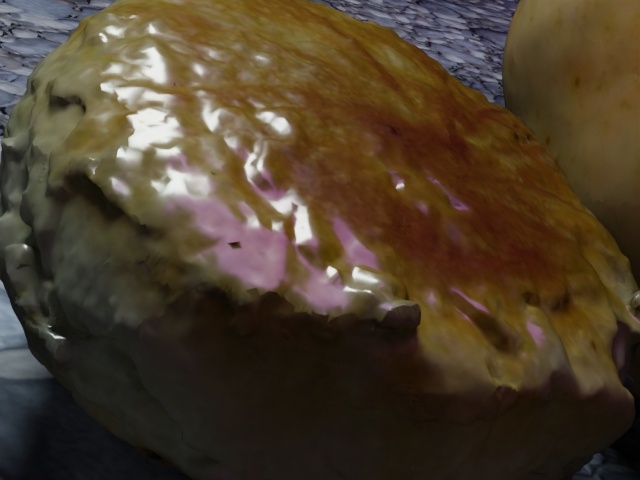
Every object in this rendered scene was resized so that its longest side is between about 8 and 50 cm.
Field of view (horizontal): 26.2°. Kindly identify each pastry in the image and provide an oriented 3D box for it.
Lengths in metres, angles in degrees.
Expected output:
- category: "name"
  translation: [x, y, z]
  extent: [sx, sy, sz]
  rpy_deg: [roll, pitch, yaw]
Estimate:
- category: "pastry"
  translation: [0.000, 0.000, 0.630]
  extent: [0.330, 0.136, 0.329]
  rpy_deg: [26, 30, -16]

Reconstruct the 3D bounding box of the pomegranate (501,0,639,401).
- category: "pomegranate"
  translation: [0.304, -0.055, 0.796]
  extent: [0.411, 0.411, 0.411]
  rpy_deg: [15, 20, -6]
